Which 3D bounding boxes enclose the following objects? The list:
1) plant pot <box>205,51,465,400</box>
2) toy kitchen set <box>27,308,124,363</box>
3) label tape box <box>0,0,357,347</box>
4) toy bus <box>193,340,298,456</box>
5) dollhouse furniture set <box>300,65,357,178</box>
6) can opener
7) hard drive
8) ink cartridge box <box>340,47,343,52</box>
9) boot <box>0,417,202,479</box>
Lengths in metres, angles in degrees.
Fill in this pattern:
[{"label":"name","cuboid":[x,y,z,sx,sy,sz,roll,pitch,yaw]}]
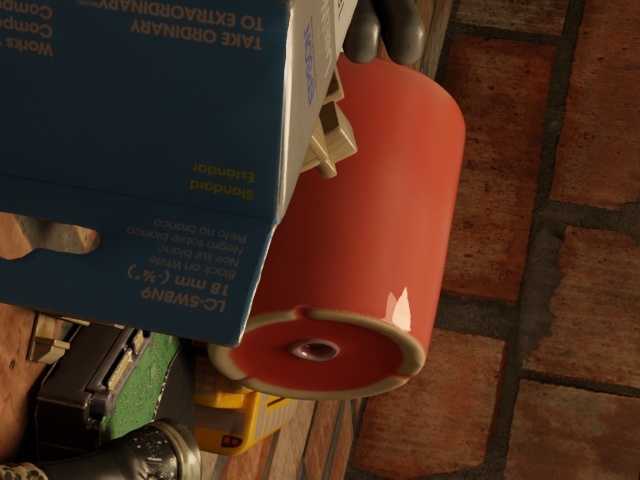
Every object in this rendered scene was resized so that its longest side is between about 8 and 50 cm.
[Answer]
[{"label":"plant pot","cuboid":[0.000,0.000,1.235,0.275,0.274,0.243,83,8,-60]},{"label":"toy kitchen set","cuboid":[-0.172,0.063,0.994,0.083,0.075,0.068,40,61,-74]},{"label":"label tape box","cuboid":[-0.110,-0.131,0.664,0.106,0.240,0.334,88,15,-52]},{"label":"toy bus","cuboid":[-0.097,0.148,1.441,0.332,0.108,0.130,5,96,-81]},{"label":"dollhouse furniture set","cuboid":[-0.127,-0.188,1.031,0.303,0.173,0.356,51,19,-46]},{"label":"can opener","cuboid":[0.036,-0.219,1.195,0.280,0.074,0.093,-107,-162,-60]},{"label":"hard drive","cuboid":[-0.172,0.203,1.177,0.237,0.064,0.339,-67,164,-56]},{"label":"ink cartridge box","cuboid":[-0.051,-0.186,1.260,0.207,0.046,0.097,34,62,-44]},{"label":"boot","cuboid":[-0.185,0.249,0.974,0.178,0.085,0.236,-2,110,-51]}]
